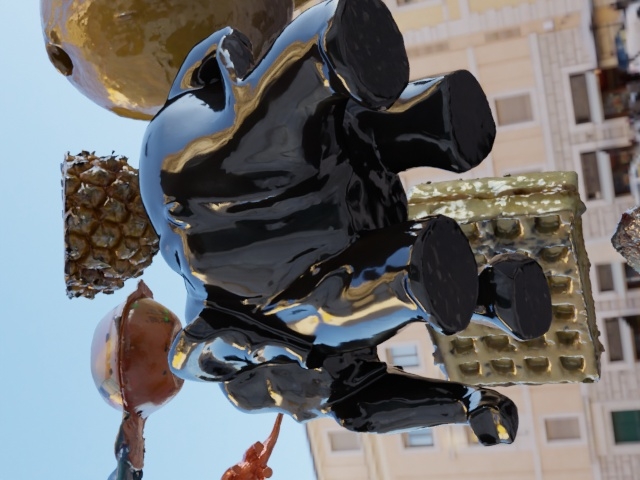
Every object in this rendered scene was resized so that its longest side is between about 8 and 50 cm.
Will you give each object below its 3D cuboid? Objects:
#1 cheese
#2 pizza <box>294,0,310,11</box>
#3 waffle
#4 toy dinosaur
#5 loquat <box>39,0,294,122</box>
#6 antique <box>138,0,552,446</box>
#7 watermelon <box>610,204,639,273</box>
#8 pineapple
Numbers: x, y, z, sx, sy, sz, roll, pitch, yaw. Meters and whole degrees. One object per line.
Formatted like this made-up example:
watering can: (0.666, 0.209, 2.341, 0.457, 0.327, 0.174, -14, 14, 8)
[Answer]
cheese: (-0.275, 0.219, 1.290, 0.217, 0.129, 0.329, 75, -166, -66)
pizza: (-0.071, -0.304, 0.931, 0.161, 0.182, 0.062, 51, -173, 16)
waffle: (0.279, 0.072, 1.282, 0.114, 0.261, 0.376, -71, -29, -45)
toy dinosaur: (-0.118, 0.349, 1.214, 0.279, 0.055, 0.101, -50, -5, -26)
loquat: (-0.139, -0.216, 0.793, 0.238, 0.238, 0.193, -73, -21, -52)
antique: (0.000, 0.000, 0.613, 0.185, 0.255, 0.322, -42, -67, -50)
watermelon: (0.466, -0.021, 1.130, 0.094, 0.180, 0.081, 27, -124, -23)
pineapple: (-0.212, -0.017, 0.941, 0.176, 0.137, 0.161, 126, 139, -65)
